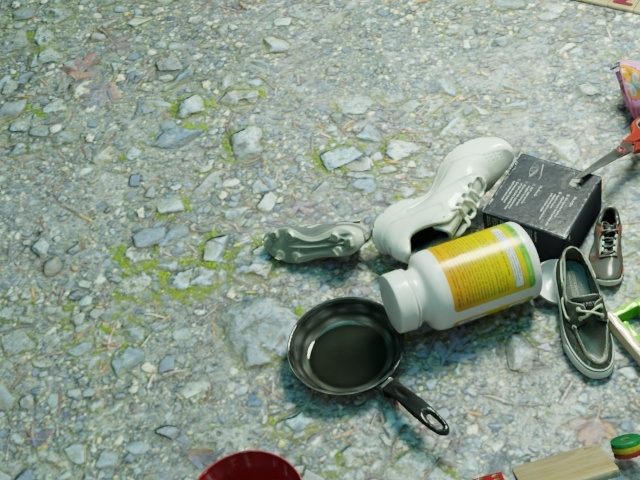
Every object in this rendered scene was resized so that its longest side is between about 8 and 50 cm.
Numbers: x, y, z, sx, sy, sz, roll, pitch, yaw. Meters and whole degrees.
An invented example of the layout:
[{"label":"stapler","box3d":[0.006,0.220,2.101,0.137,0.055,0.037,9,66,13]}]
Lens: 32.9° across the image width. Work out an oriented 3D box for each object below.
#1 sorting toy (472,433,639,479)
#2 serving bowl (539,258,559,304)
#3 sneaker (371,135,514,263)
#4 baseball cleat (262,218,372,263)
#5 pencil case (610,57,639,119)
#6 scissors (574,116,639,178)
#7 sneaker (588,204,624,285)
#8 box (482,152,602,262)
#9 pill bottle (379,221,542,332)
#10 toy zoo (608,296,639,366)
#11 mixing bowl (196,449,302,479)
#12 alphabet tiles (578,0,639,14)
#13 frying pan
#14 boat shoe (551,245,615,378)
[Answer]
[{"label":"sorting toy","box3d":[0.345,0.350,1.560,0.274,0.046,0.132,-16,4,2]},{"label":"serving bowl","box3d":[0.400,0.074,1.831,0.083,0.027,0.083,-1,60,2]},{"label":"sneaker","box3d":[0.232,-0.060,1.895,0.297,0.111,0.129,-44,32,1]},{"label":"baseball cleat","box3d":[0.000,0.000,1.970,0.205,0.072,0.109,3,15,32]},{"label":"pencil case","box3d":[0.692,-0.322,2.007,0.284,0.124,0.124,-18,46,22]},{"label":"scissors","box3d":[0.543,-0.170,1.946,0.297,0.021,0.109,-16,51,-24]},{"label":"sneaker","box3d":[0.487,0.005,1.850,0.061,0.065,0.158,0,50,12]},{"label":"box","box3d":[0.389,-0.052,1.902,0.158,0.093,0.156,20,57,28]},{"label":"pill bottle","box3d":[0.228,0.067,1.791,0.245,0.136,0.136,-18,48,-12]},{"label":"toy zoo","box3d":[0.633,0.130,1.735,0.293,0.030,0.192,-25,49,-9]},{"label":"mixing bowl","box3d":[-0.100,0.414,1.608,0.181,0.098,0.181,-7,49,8]},{"label":"alphabet tiles","box3d":[0.675,-0.595,2.356,0.342,0.011,0.285,20,57,26]},{"label":"frying pan","box3d":[0.099,0.197,1.781,0.326,0.053,0.197,18,55,23]},{"label":"boat shoe","box3d":[0.422,0.114,1.750,0.077,0.070,0.219,-10,61,-4]}]
